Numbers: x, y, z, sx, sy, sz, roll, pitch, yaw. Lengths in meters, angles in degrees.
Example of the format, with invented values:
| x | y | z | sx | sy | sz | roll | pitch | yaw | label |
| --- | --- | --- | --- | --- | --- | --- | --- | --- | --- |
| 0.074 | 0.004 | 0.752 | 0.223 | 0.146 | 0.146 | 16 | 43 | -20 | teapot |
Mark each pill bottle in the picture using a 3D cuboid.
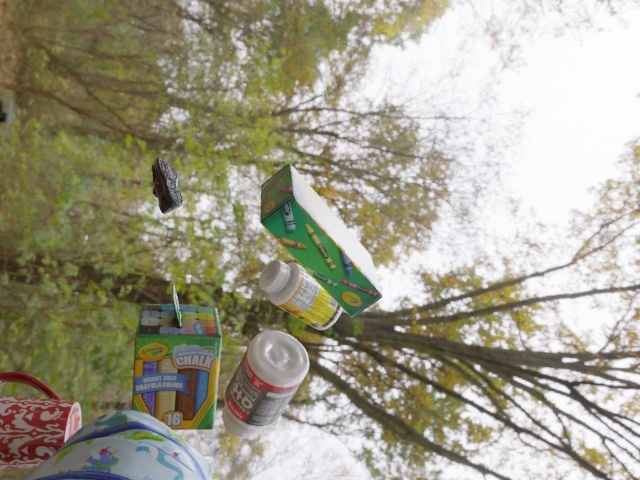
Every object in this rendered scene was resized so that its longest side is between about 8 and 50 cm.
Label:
| x | y | z | sx | sy | sz | roll | pitch | yaw | label |
| --- | --- | --- | --- | --- | --- | --- | --- | --- | --- |
| -0.168 | 0.417 | 1.689 | 0.176 | 0.176 | 0.319 | -105 | -145 | -46 | pill bottle |
| -0.051 | 0.135 | 1.535 | 0.117 | 0.215 | 0.117 | -36 | -146 | 30 | pill bottle |

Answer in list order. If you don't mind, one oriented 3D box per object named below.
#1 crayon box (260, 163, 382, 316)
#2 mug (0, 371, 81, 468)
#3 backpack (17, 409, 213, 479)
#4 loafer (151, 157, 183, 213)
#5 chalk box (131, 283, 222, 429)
| x | y | z | sx | sy | sz | roll | pitch | yaw | label |
| --- | --- | --- | --- | --- | --- | --- | --- | --- | --- |
| 0.000 | 0.000 | 1.167 | 0.081 | 0.278 | 0.165 | -36 | -154 | 14 | crayon box |
| -0.448 | 0.264 | 0.882 | 0.113 | 0.169 | 0.150 | 110 | -18 | -67 | mug |
| -0.286 | 0.377 | 0.725 | 0.355 | 0.290 | 0.273 | -45 | -174 | 40 | backpack |
| -0.474 | -0.164 | 1.787 | 0.078 | 0.080 | 0.220 | -40 | -135 | 16 | loafer |
| -0.315 | 0.245 | 1.319 | 0.180 | 0.179 | 0.289 | -128 | -136 | -69 | chalk box |
